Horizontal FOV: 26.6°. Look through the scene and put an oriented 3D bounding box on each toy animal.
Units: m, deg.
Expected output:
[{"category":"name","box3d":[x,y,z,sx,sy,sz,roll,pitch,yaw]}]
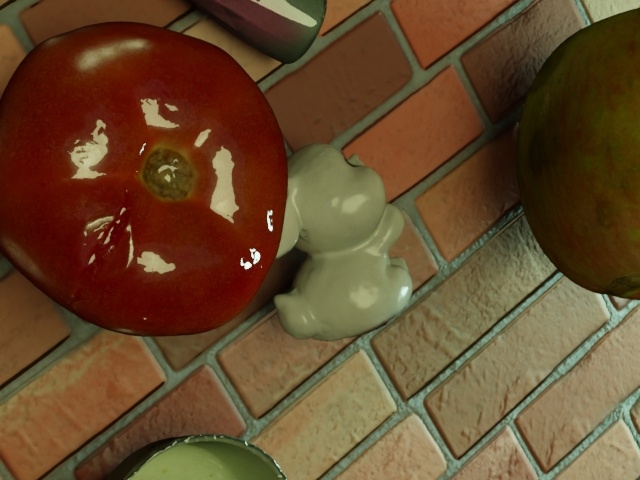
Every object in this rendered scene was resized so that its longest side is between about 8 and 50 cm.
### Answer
[{"category":"toy animal","box3d":[-0.001,0.008,1.391,0.178,0.127,0.193,-38,113,-20]}]

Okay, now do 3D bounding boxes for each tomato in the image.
[{"category":"tomato","box3d":[-0.169,-0.052,1.233,0.298,0.226,0.298,5,78,-26]}]

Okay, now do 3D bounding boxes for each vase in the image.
[{"category":"vase","box3d":[-0.103,-0.257,1.345,0.214,0.086,0.086,24,82,-24]}]

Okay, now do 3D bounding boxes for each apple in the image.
[{"category":"apple","box3d":[0.381,-0.096,1.488,0.339,0.339,0.339,-2,94,-29]}]

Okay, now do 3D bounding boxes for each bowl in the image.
[{"category":"bowl","box3d":[-0.139,0.285,1.339,0.211,0.112,0.211,-1,93,-29]}]
